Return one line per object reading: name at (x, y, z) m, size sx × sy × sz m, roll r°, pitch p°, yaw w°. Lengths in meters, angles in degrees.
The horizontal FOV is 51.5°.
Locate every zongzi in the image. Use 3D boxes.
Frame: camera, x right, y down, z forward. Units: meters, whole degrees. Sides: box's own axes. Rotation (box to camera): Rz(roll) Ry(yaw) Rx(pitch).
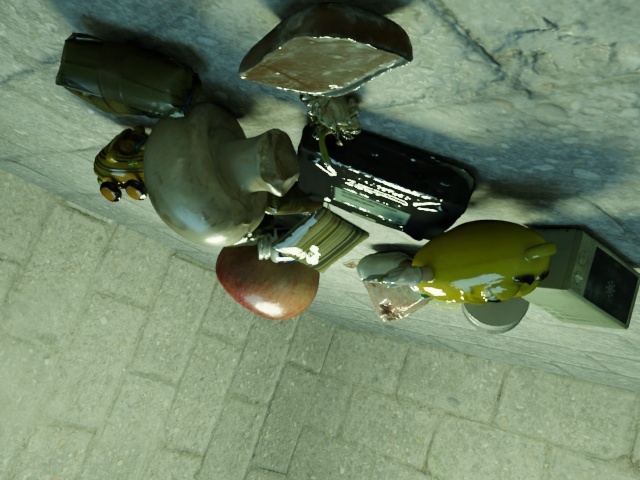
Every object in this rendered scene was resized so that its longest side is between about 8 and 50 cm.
zongzi at (-0.329, -0.281, 1.271) m, size 0.260 × 0.123 × 0.289 m, roll 15°, pitch 177°, yaw 8°
zongzi at (-0.099, -0.103, 1.600) m, size 0.184 × 0.084 × 0.187 m, roll 3°, pitch -178°, yaw 44°

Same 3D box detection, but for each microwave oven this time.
microwave oven at (0.531, 0.079, 1.415) m, size 0.240 × 0.145 × 0.194 m, roll 27°, pitch 168°, yaw -33°

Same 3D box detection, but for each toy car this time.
toy car at (-0.454, -0.205, 1.636) m, size 0.247 × 0.200 × 0.142 m, roll -2°, pitch 127°, yaw 28°

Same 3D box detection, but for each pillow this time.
pillow at (0.000, 0.000, 1.898) m, size 0.212 × 0.052 × 0.208 m, roll 29°, pitch 125°, yaw -34°

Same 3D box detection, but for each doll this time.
doll at (0.250, 0.052, 1.329) m, size 0.348 × 0.161 × 0.423 m, roll -9°, pitch 178°, yaw 1°

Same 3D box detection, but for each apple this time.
apple at (-0.158, 0.095, 2.169) m, size 0.345 × 0.269 × 0.345 m, roll 38°, pitch -171°, yaw -7°

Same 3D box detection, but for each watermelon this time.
watermelon at (0.252, 0.143, 1.978) m, size 0.148 × 0.226 × 0.318 m, roll -4°, pitch -167°, yaw -30°

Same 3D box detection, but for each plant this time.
plant at (0.008, -0.193, 1.121) m, size 0.116 × 0.122 × 0.104 m, roll 18°, pitch -179°, yaw -27°

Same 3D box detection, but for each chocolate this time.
chocolate at (0.003, -0.267, 0.896) m, size 0.157 × 0.080 × 0.254 m, roll 9°, pitch 175°, yaw -28°

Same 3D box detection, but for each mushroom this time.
mushroom at (-0.185, -0.141, 1.307) m, size 0.290 × 0.298 × 0.297 m, roll -17°, pitch 152°, yaw 21°

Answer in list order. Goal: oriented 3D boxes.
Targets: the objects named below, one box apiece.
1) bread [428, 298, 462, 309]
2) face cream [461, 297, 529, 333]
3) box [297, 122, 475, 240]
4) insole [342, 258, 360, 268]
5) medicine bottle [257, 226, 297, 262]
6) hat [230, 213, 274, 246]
bread at (0.376, 0.160, 2.151) m, size 0.236 × 0.070 × 0.236 m, roll 18°, pitch 166°, yaw 5°
face cream at (0.459, 0.152, 1.751) m, size 0.177 × 0.177 × 0.153 m, roll 16°, pitch 169°, yaw 16°
box at (0.121, -0.106, 1.367) m, size 0.359 × 0.091 × 0.350 m, roll 21°, pitch 167°, yaw 4°
insole at (0.124, 0.083, 2.352) m, size 0.065 × 0.004 × 0.197 m, roll 23°, pitch 167°, yaw -16°
medicine bottle at (-0.093, 0.012, 2.004) m, size 0.191 × 0.107 × 0.107 m, roll -3°, pitch 170°, yaw -8°
hat at (-0.334, -0.087, 1.911) m, size 0.381 × 0.257 × 0.366 m, roll -11°, pitch 151°, yaw 29°
